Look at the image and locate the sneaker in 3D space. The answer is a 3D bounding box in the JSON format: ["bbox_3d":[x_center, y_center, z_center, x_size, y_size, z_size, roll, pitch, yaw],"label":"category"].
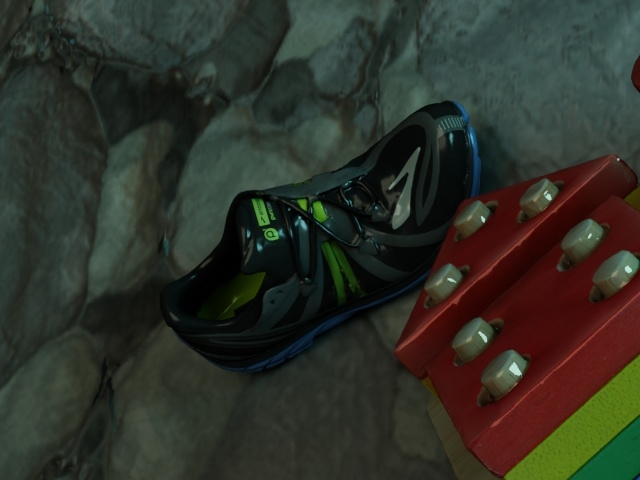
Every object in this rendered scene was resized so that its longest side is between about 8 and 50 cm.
[{"bbox_3d":[0.000,0.000,0.877,0.188,0.078,0.067,-36,54,21],"label":"sneaker"}]

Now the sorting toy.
[{"bbox_3d":[0.134,-0.003,0.647,0.257,0.089,0.255,-43,13,5],"label":"sorting toy"}]
